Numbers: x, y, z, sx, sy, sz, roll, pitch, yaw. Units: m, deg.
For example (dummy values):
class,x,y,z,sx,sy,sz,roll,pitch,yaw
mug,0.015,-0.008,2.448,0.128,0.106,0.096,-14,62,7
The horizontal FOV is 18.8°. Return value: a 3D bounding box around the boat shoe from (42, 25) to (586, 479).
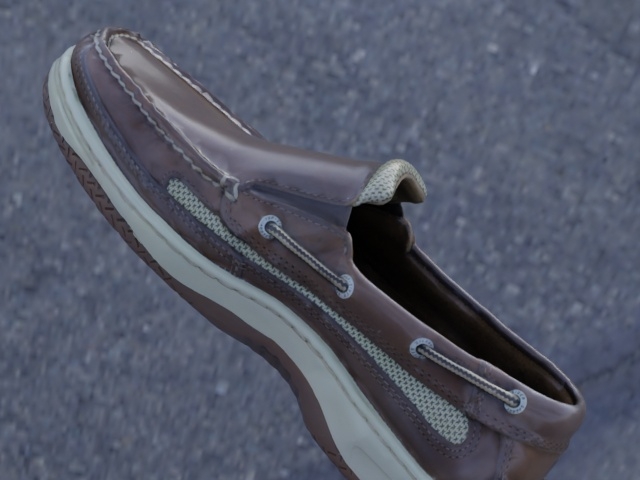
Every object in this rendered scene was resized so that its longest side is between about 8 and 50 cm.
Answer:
class,x,y,z,sx,sy,sz,roll,pitch,yaw
boat shoe,0.003,-0.001,0.761,0.257,0.095,0.095,47,23,6
